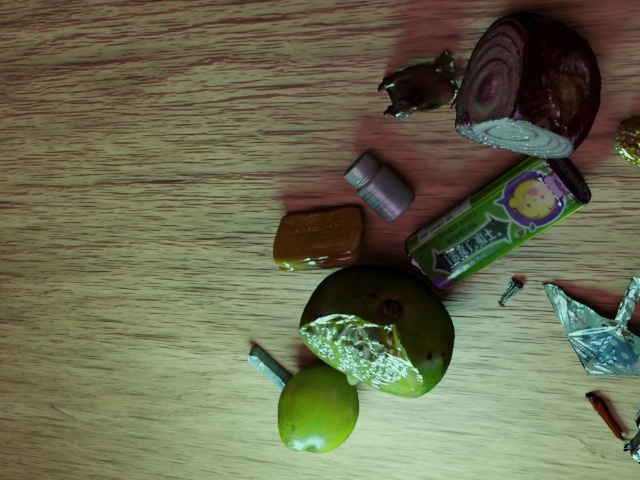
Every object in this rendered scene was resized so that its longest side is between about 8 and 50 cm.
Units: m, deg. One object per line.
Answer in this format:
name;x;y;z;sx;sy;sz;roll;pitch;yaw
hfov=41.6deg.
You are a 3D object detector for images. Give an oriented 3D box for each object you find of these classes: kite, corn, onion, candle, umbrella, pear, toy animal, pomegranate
kite;0.570;0.175;1.616;0.335;0.011;0.314;29;142;19
corn;0.612;-0.131;1.384;0.261;0.097;0.097;23;128;8
onion;0.352;-0.248;1.356;0.206;0.216;0.207;14;92;-24
candle;0.611;0.384;1.772;0.026;0.021;0.167;-27;108;35
umbrella;0.380;0.104;1.685;0.031;0.020;0.083;31;133;2
pear;-0.009;0.392;1.914;0.187;0.220;0.187;11;129;14
toy animal;0.149;-0.254;1.453;0.188;0.179;0.089;12;128;48
pomegranate;0.122;0.179;1.738;0.309;0.216;0.358;24;158;5

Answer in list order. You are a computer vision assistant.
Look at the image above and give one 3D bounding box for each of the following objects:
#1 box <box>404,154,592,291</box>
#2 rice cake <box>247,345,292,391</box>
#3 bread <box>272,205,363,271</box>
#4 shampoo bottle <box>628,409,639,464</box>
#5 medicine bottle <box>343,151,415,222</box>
box;0.321;-0.037;1.568;0.134;0.097;0.345;50;127;-3
rice cake;-0.096;0.333;2.021;0.211;0.043;0.034;45;122;-10
bread;0.000;0.000;1.721;0.200;0.116;0.077;-7;143;27
shampoo bottle;0.714;0.326;1.651;0.129;0.084;0.323;28;128;9
medicine bottle;0.112;-0.103;1.620;0.130;0.080;0.080;43;127;-7
